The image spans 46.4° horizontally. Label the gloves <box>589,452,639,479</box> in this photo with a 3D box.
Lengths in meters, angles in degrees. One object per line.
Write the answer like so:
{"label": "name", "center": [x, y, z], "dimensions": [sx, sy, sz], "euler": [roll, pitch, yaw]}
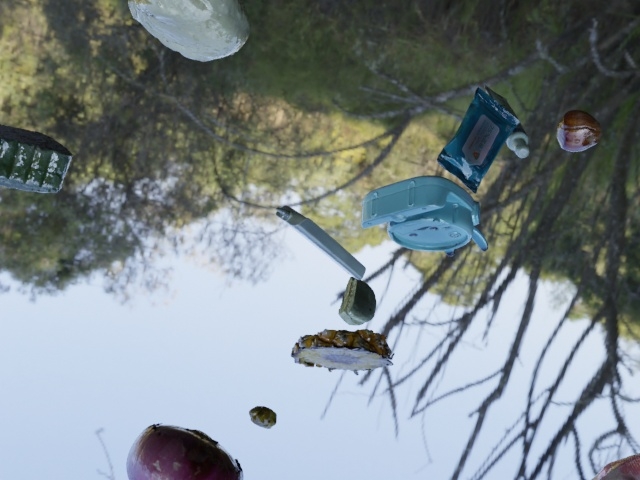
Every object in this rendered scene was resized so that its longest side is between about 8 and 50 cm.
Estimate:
{"label": "gloves", "center": [0.504, 0.464, 1.272], "dimensions": [0.145, 0.241, 0.126], "euler": [47, -162, 24]}

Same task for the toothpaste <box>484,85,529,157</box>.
{"label": "toothpaste", "center": [0.339, -0.215, 1.343], "dimensions": [0.062, 0.037, 0.216], "euler": [31, -148, -26]}

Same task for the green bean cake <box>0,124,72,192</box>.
{"label": "green bean cake", "center": [-0.586, -0.159, 1.424], "dimensions": [0.181, 0.094, 0.173], "euler": [11, -168, -37]}

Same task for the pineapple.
{"label": "pineapple", "center": [0.042, 0.213, 1.425], "dimensions": [0.221, 0.047, 0.221], "euler": [3, 156, 1]}

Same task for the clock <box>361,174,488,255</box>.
{"label": "clock", "center": [0.125, -0.021, 0.821], "dimensions": [0.108, 0.045, 0.147], "euler": [-15, 151, 42]}

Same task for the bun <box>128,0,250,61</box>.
{"label": "bun", "center": [-0.179, -0.317, 0.922], "dimensions": [0.134, 0.220, 0.220], "euler": [-27, -171, 4]}

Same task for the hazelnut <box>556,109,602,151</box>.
{"label": "hazelnut", "center": [0.492, -0.206, 1.418], "dimensions": [0.086, 0.086, 0.086], "euler": [14, -171, -2]}

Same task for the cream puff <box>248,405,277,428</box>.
{"label": "cream puff", "center": [-0.162, 0.495, 2.101], "dimensions": [0.083, 0.058, 0.083], "euler": [28, 163, -12]}

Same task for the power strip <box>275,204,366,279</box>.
{"label": "power strip", "center": [0.000, 0.000, 1.267], "dimensions": [0.060, 0.027, 0.253], "euler": [32, 175, 43]}

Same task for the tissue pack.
{"label": "tissue pack", "center": [0.229, -0.147, 1.098], "dimensions": [0.085, 0.138, 0.028], "euler": [37, 169, -14]}

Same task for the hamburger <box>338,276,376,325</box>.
{"label": "hamburger", "center": [0.095, 0.146, 1.742], "dimensions": [0.084, 0.121, 0.054], "euler": [33, 137, -24]}

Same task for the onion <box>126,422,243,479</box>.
{"label": "onion", "center": [-0.413, 0.718, 2.251], "dimensions": [0.359, 0.344, 0.358], "euler": [14, -171, -2]}
